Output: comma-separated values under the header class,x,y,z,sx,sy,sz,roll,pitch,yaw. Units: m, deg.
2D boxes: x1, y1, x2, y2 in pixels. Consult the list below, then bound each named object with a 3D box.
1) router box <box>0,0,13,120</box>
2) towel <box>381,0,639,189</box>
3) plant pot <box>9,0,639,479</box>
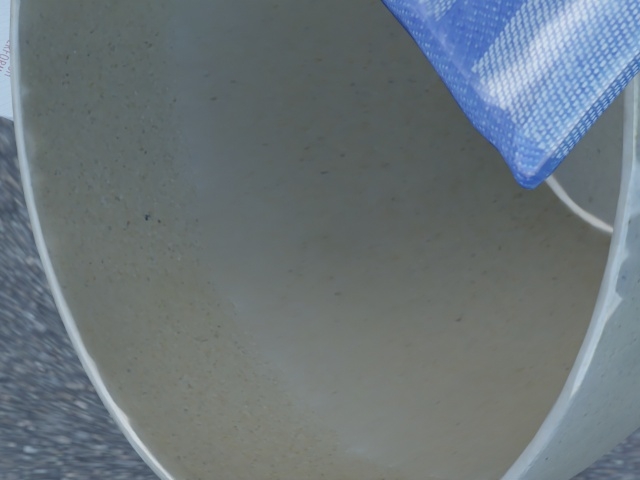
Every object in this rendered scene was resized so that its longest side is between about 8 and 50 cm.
class,x,y,z,sx,sy,sz,roll,pitch,yaw
router box,-0.103,-0.215,1.011,0.301,0.082,0.335,20,121,-27
towel,0.087,-0.174,0.339,0.285,0.034,0.209,-49,47,18
plant pot,0.051,-0.054,0.563,0.191,0.284,0.284,-8,81,-40
